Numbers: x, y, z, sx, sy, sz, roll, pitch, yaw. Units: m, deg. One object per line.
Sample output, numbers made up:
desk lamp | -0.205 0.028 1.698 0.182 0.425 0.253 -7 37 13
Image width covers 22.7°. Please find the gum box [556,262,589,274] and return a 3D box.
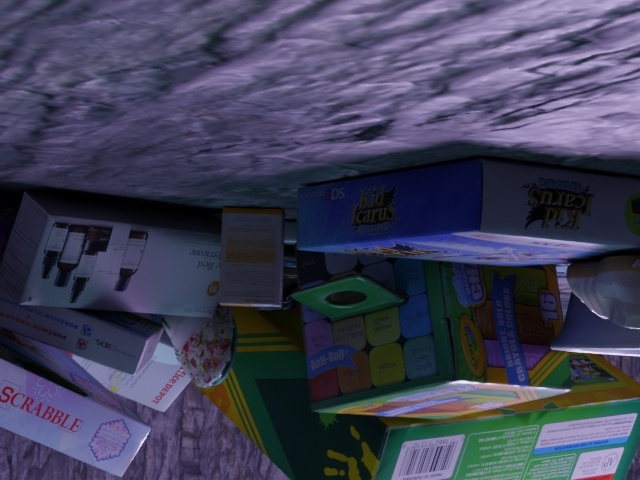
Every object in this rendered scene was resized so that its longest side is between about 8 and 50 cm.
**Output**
gum box | 0.269 0.015 1.771 0.157 0.041 0.184 -2 174 39

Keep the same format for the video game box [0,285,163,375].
video game box | -0.262 0.081 1.651 0.187 0.048 0.205 18 180 -1

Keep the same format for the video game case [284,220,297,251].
video game case | 0.000 0.000 1.805 0.227 0.026 0.206 2 175 -6

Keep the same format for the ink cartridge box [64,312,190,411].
ink cartridge box | -0.223 0.093 1.860 0.176 0.127 0.128 25 136 -17

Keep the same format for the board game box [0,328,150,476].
board game box | -0.373 0.096 1.625 0.318 0.066 0.318 32 179 44

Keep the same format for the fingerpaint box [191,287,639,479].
fingerpaint box | 0.121 0.184 1.982 0.444 0.163 0.371 -2 -153 -39

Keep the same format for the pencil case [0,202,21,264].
pencil case | -0.345 -0.003 1.683 0.070 0.065 0.151 4 175 -37

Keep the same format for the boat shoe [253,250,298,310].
boat shoe | -0.052 0.047 1.810 0.066 0.066 0.183 2 175 -19

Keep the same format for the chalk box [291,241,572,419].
chalk box | 0.096 0.076 1.596 0.180 0.179 0.289 -16 164 38

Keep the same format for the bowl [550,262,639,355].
bowl | 0.374 0.046 1.554 0.297 0.134 0.298 2 174 0

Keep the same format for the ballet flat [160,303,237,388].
ballet flat | -0.138 0.078 1.748 0.077 0.091 0.241 30 -160 -17

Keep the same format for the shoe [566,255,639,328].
shoe | 0.253 0.047 1.364 0.076 0.058 0.219 0 176 3

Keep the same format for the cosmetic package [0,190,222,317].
cosmetic package | -0.196 0.018 1.593 0.239 0.099 0.060 6 -157 -43

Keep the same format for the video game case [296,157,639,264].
video game case | 0.150 -0.017 1.355 0.244 0.061 0.269 6 174 -31

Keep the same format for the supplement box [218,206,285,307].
supplement box | -0.068 0.017 1.606 0.062 0.098 0.036 2 175 4
